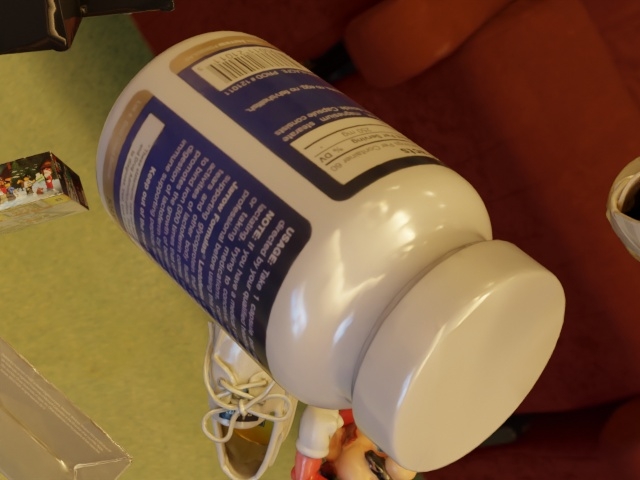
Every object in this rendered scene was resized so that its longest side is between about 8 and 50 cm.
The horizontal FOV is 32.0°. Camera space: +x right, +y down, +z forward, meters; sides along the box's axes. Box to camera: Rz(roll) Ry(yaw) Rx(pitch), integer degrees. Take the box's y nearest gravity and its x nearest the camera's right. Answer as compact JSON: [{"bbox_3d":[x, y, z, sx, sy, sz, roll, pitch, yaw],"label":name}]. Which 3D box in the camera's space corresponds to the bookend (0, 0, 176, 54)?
[{"bbox_3d":[-0.166,-0.173,0.761,0.157,0.156,0.072,-6,119,-1],"label":"bookend"}]

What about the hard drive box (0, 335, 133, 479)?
[{"bbox_3d":[-0.292,0.177,1.094,0.181,0.232,0.089,45,74,-9],"label":"hard drive box"}]

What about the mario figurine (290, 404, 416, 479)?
[{"bbox_3d":[0.036,0.304,1.233,0.320,0.170,0.198,-60,152,-30],"label":"mario figurine"}]

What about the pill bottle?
[{"bbox_3d":[0.000,0.000,0.636,0.153,0.265,0.153,-28,139,-27],"label":"pill bottle"}]

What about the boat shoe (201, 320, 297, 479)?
[{"bbox_3d":[-0.094,0.189,1.418,0.136,0.367,0.156,15,45,5],"label":"boat shoe"}]

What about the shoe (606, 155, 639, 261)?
[{"bbox_3d":[0.191,-0.017,0.560,0.076,0.219,0.058,-38,105,7],"label":"shoe"}]

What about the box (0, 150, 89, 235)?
[{"bbox_3d":[-0.329,-0.036,1.133,0.159,0.233,0.044,-16,89,-7],"label":"box"}]
